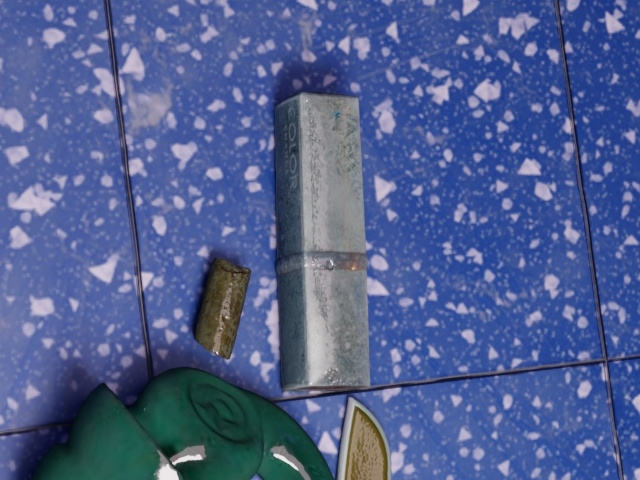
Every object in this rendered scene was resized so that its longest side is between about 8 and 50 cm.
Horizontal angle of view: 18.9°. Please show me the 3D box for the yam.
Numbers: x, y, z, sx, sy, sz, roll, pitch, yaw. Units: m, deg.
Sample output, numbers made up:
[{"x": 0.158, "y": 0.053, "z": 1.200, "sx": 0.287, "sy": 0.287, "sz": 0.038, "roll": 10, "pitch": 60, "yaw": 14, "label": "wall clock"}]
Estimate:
[{"x": -0.094, "y": 0.065, "z": 1.823, "sx": 0.043, "sy": 0.043, "sz": 0.094, "roll": 18, "pitch": 77, "yaw": -20, "label": "yam"}]

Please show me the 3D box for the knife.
[{"x": 0.043, "y": 0.323, "z": 1.857, "sx": 0.061, "sy": 0.027, "sz": 0.343, "roll": 2, "pitch": 82, "yaw": -19, "label": "knife"}]

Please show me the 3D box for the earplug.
[{"x": -0.133, "y": 0.226, "z": 1.747, "sx": 0.280, "sy": 0.164, "sz": 0.257, "roll": -32, "pitch": 133, "yaw": -13, "label": "earplug"}]

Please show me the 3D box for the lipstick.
[{"x": 0.000, "y": 0.000, "z": 1.855, "sx": 0.076, "sy": 0.077, "sz": 0.289, "roll": 0, "pitch": 82, "yaw": -23, "label": "lipstick"}]
